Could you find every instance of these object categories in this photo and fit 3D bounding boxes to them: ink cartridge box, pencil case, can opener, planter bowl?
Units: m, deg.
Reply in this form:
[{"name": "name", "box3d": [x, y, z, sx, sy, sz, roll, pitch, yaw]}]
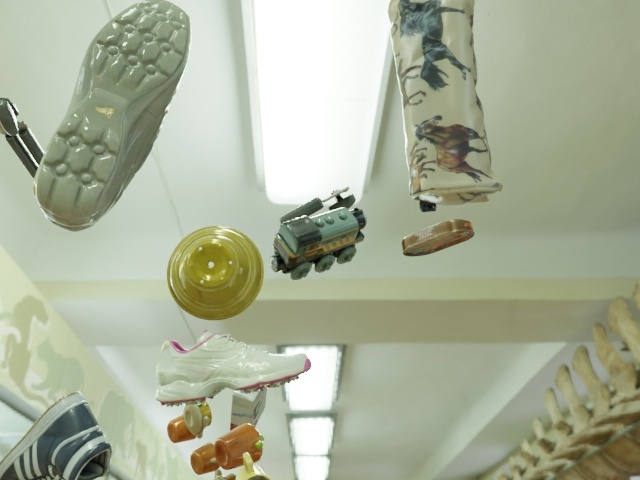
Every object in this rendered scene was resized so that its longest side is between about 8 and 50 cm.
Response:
[{"name": "ink cartridge box", "box3d": [-0.218, 0.494, 1.672, 0.072, 0.127, 0.175, 17, -55, 10]}, {"name": "pencil case", "box3d": [0.223, -0.264, 0.992, 0.159, 0.411, 0.183, -9, -9, 23]}, {"name": "can opener", "box3d": [-0.006, -0.104, 1.927, 0.283, 0.095, 0.076, -31, 1, -7]}, {"name": "can opener", "box3d": [-0.861, -0.284, 1.552, 0.074, 0.093, 0.280, -17, -39, -7]}, {"name": "planter bowl", "box3d": [-0.233, 0.060, 1.181, 0.217, 0.217, 0.090, 2, -15, -4]}]

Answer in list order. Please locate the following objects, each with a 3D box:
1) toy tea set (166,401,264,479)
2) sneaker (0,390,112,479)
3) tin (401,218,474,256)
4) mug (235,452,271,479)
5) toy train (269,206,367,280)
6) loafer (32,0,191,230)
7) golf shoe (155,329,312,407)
[{"name": "toy tea set", "box3d": [-0.259, 0.505, 1.382, 0.124, 0.336, 0.200, -7, -63, -44]}, {"name": "sneaker", "box3d": [-0.512, 0.439, 1.044, 0.282, 0.153, 0.099, -49, -17, 15]}, {"name": "tin", "box3d": [0.283, -0.005, 1.329, 0.189, 0.040, 0.106, -24, -20, 39]}, {"name": "mug", "box3d": [-0.113, 0.406, 0.921, 0.062, 0.078, 0.064, 22, -4, -19]}, {"name": "toy train", "box3d": [0.000, 0.000, 1.649, 0.333, 0.142, 0.190, -18, -33, -32]}, {"name": "loafer", "box3d": [-0.250, -0.159, 0.671, 0.112, 0.320, 0.111, 26, -22, -11]}, {"name": "golf shoe", "box3d": [-0.172, 0.236, 1.065, 0.306, 0.140, 0.115, -7, -15, -9]}]
